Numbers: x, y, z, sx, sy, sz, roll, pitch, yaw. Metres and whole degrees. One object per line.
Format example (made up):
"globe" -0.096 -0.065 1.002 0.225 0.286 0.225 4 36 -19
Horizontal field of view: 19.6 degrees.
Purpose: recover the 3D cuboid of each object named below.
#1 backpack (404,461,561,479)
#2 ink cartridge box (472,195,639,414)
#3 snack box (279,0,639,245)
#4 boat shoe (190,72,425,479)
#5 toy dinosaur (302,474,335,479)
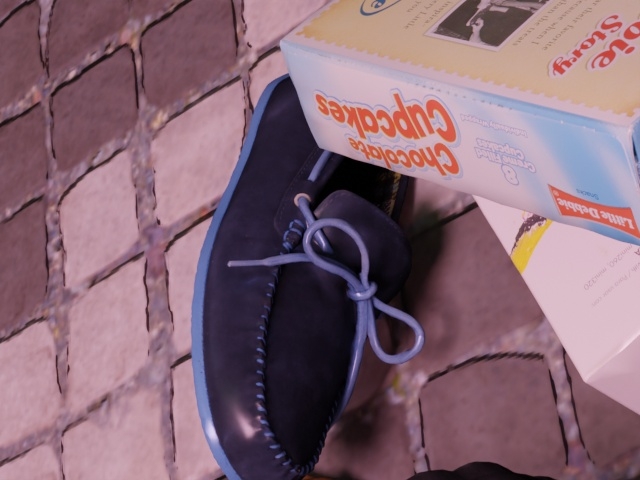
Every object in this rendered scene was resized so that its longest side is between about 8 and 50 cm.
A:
"backpack" 0.077 0.209 0.641 0.276 0.213 0.263 23 42 35
"ink cartridge box" 0.137 0.015 0.774 0.067 0.115 0.198 -44 45 18
"snack box" 0.160 -0.129 0.750 0.322 0.060 0.187 -40 36 -25
"boat shoe" 0.000 0.000 0.900 0.089 0.109 0.258 -10 51 23
"toy dinosaur" -0.006 0.136 0.906 0.112 0.064 0.211 -45 43 -21
